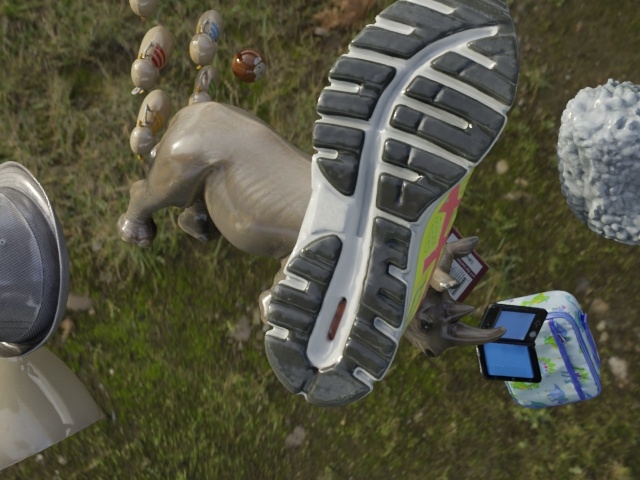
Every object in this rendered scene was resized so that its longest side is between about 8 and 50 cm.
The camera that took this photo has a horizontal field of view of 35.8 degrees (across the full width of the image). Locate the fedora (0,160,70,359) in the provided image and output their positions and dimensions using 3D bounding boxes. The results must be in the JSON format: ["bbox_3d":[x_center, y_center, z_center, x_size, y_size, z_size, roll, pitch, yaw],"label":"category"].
[{"bbox_3d":[-0.448,0.027,1.292,0.124,0.244,0.275,1,52,-52],"label":"fedora"}]

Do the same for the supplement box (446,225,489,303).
[{"bbox_3d":[0.102,0.004,1.221,0.081,0.104,0.188,-50,39,-6],"label":"supplement box"}]

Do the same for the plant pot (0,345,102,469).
[{"bbox_3d":[-0.496,0.238,1.483,0.284,0.284,0.191,-23,90,-15],"label":"plant pot"}]

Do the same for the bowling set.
[{"bbox_3d":[-0.187,-0.266,1.487,0.199,0.287,0.154,3,35,3],"label":"bowling set"}]

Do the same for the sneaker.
[{"bbox_3d":[0.033,-0.026,0.487,0.081,0.094,0.208,25,94,10],"label":"sneaker"}]

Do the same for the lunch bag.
[{"bbox_3d":[0.402,0.197,1.773,0.176,0.219,0.090,-12,33,24],"label":"lunch bag"}]

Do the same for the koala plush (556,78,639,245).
[{"bbox_3d":[0.207,-0.124,0.400,0.203,0.221,0.196,12,42,44],"label":"koala plush"}]

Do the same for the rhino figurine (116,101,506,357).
[{"bbox_3d":[0.000,0.000,0.592,0.243,0.106,0.073,28,33,8],"label":"rhino figurine"}]

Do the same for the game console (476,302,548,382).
[{"bbox_3d":[0.318,0.167,1.617,0.122,0.107,0.071,7,27,-26],"label":"game console"}]
